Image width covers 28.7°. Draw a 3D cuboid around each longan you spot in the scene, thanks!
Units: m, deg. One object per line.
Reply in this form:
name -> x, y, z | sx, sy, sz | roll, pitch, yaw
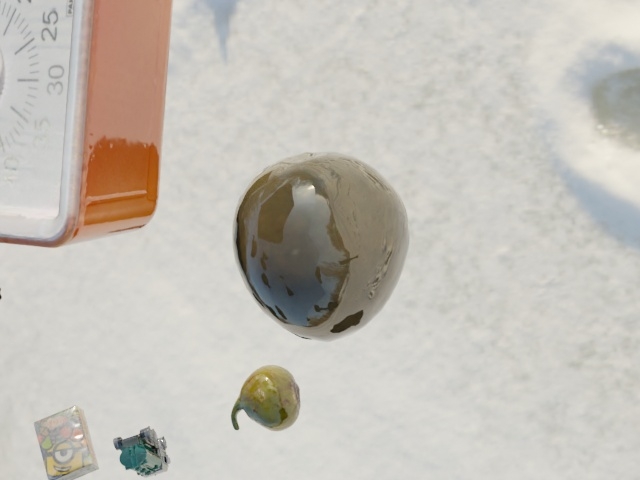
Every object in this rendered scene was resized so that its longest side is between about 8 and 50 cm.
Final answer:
longan -> 0.000, 0.000, 1.143 | 0.189, 0.189, 0.189 | 14, 108, 49

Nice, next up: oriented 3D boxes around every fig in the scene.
fig -> -0.075, 0.208, 1.646 | 0.098, 0.082, 0.084 | -9, 111, 9

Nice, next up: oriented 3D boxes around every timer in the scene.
timer -> -0.263, -0.128, 1.035 | 0.250, 0.161, 0.257 | 4, 91, 18

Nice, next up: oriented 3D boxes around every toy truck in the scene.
toy truck -> -0.182, 0.222, 1.291 | 0.083, 0.039, 0.044 | 60, -167, -68

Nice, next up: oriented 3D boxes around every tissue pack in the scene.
tissue pack -> -0.316, 0.254, 1.550 | 0.035, 0.063, 0.083 | 58, -172, -65

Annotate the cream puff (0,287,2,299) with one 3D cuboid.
cream puff -> -0.582, 0.045, 1.572 | 0.351, 0.229, 0.350 | 9, 106, 31
